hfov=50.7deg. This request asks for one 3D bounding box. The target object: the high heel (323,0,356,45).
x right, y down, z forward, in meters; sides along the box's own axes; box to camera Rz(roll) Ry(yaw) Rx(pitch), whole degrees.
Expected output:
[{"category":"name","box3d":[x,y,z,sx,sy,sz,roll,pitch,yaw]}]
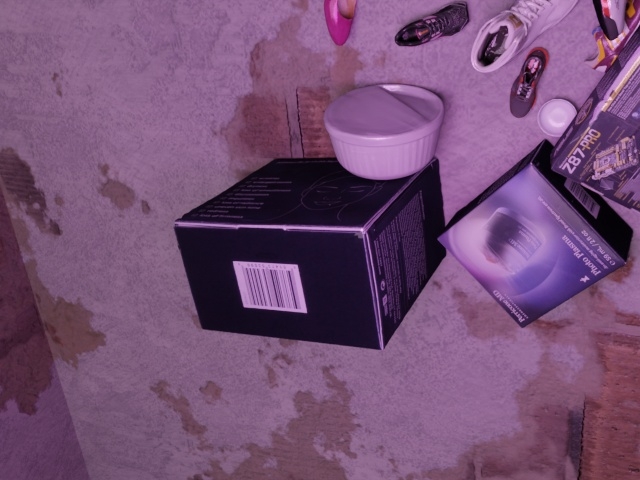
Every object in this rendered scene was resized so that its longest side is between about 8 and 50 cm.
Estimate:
[{"category":"high heel","box3d":[0.078,-0.566,1.533,0.117,0.082,0.244,18,110,38]}]

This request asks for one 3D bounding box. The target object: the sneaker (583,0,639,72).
[{"category":"sneaker","box3d":[0.588,-0.423,1.338,0.084,0.069,0.185,19,121,13]}]

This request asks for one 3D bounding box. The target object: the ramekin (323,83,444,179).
[{"category":"ramekin","box3d":[0.149,-0.248,1.557,0.273,0.273,0.127,11,131,24]}]

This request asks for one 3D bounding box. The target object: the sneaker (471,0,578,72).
[{"category":"sneaker","box3d":[0.421,-0.453,1.354,0.108,0.169,0.292,42,125,6]}]

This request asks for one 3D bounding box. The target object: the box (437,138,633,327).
[{"category":"box","box3d":[0.485,-0.010,1.538,0.296,0.183,0.294,46,128,1]}]

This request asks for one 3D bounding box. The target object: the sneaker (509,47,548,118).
[{"category":"sneaker","box3d":[0.443,-0.337,1.464,0.061,0.065,0.158,20,122,19]}]

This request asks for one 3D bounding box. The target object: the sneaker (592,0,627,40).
[{"category":"sneaker","box3d":[0.574,-0.522,1.253,0.145,0.090,0.270,-13,97,16]}]

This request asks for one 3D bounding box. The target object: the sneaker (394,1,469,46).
[{"category":"sneaker","box3d":[0.244,-0.467,1.499,0.178,0.077,0.072,-19,105,34]}]

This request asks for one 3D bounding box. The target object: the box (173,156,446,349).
[{"category":"box","box3d":[0.000,0.000,1.625,0.480,0.472,0.297,2,116,28]}]

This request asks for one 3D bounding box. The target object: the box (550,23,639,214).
[{"category":"box","box3d":[0.697,-0.238,1.323,0.318,0.097,0.395,25,126,-1]}]

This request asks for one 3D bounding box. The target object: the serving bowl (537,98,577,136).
[{"category":"serving bowl","box3d":[0.520,-0.271,1.478,0.083,0.027,0.083,12,119,23]}]
